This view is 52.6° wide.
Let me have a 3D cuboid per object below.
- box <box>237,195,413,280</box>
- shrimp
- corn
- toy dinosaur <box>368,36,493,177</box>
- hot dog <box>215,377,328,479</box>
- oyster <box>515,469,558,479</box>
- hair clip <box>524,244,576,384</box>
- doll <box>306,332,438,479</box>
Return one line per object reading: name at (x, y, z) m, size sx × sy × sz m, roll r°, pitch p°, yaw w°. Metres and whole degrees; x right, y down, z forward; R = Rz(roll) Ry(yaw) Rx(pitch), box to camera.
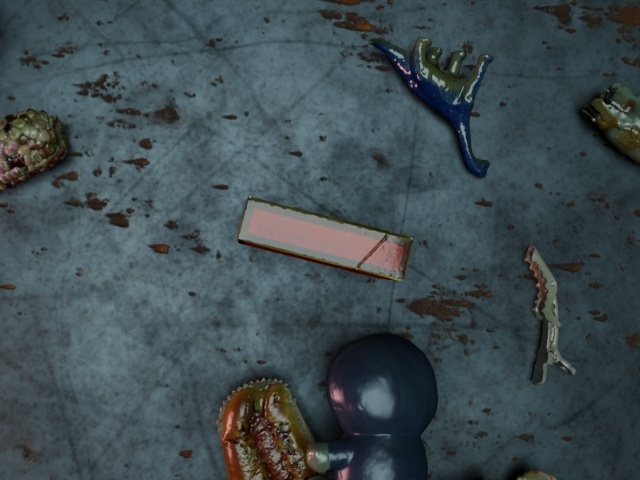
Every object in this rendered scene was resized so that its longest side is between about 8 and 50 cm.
box at (0.000, 0.001, 0.953) m, size 0.239 × 0.153 × 0.074 m, roll 14°, pitch 82°, yaw -6°
shrimp at (0.593, -0.211, 1.074) m, size 0.287 × 0.068 × 0.185 m, roll -26°, pitch 93°, yaw -9°
corn at (-0.500, -0.105, 0.931) m, size 0.280 × 0.092 × 0.092 m, roll -25°, pitch 92°, yaw -3°
toy dinosaur at (0.174, -0.218, 1.026) m, size 0.247 × 0.075 × 0.188 m, roll 13°, pitch 94°, yaw -12°
hot dog at (-0.069, 0.338, 0.974) m, size 0.144 × 0.075 × 0.268 m, roll -21°, pitch 94°, yaw -10°
oyster at (0.395, 0.557, 1.020) m, size 0.204 × 0.111 × 0.396 m, roll -35°, pitch 89°, yaw 8°
hair clip at (0.374, 0.119, 1.055) m, size 0.072 × 0.034 × 0.226 m, roll -3°, pitch 87°, yaw -11°
doll at (0.083, 0.269, 0.954) m, size 0.228 × 0.154 × 0.259 m, roll 10°, pitch 71°, yaw -34°
